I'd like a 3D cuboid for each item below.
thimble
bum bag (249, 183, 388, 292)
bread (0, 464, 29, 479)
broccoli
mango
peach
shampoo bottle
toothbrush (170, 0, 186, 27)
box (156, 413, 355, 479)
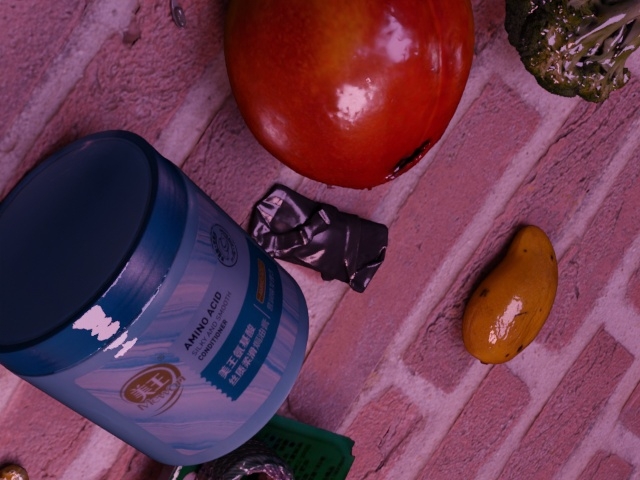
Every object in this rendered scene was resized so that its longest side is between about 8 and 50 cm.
[{"bbox_3d":[-0.108,0.360,1.847,0.135,0.090,0.118,39,82,-37],"label":"thimble"},{"bbox_3d":[0.000,0.000,1.926,0.248,0.060,0.123,18,99,-38],"label":"bum bag"},{"bbox_3d":[-0.442,0.361,1.781,0.049,0.033,0.088,-17,115,-13],"label":"bread"},{"bbox_3d":[0.422,-0.382,1.936,0.321,0.283,0.303,38,54,-48],"label":"broccoli"},{"bbox_3d":[0.346,0.102,2.184,0.157,0.109,0.262,29,89,-36],"label":"mango"},{"bbox_3d":[0.047,-0.253,1.675,0.370,0.370,0.370,-14,117,-30],"label":"peach"},{"bbox_3d":[-0.234,0.085,1.623,0.331,0.331,0.343,-51,131,-7],"label":"shampoo bottle"},{"bbox_3d":[-0.210,-0.375,1.648,0.014,0.017,0.194,-30,121,-29],"label":"toothbrush"},{"bbox_3d":[-0.126,0.382,1.968,0.337,0.106,0.264,25,93,-39],"label":"box"}]
